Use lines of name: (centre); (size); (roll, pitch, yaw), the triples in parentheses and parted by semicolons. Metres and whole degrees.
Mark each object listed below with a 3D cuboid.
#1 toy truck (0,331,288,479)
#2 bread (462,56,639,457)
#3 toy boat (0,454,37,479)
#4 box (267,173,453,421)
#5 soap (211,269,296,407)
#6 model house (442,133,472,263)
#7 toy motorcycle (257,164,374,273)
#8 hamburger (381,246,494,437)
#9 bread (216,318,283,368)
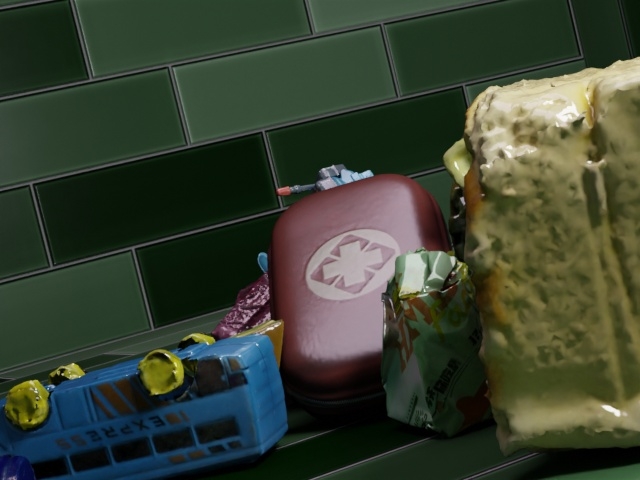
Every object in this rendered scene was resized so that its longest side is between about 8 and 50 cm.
toy truck: (-0.240, 0.221, 1.873); (0.385, 0.162, 0.161); (-14, 3, 14)
bread: (0.314, 0.002, 1.529); (0.279, 0.371, 0.390); (-8, 8, 17)
toy boat: (-0.466, 0.331, 1.716); (0.318, 0.072, 0.219); (-24, 15, -22)
box: (0.057, 0.067, 2.037); (0.263, 0.108, 0.404); (-18, 40, 8)
soap: (0.013, 0.095, 2.214); (0.220, 0.127, 0.325); (25, 62, 43)
model house: (0.267, -0.017, 1.988); (0.261, 0.321, 0.266); (-39, -22, 18)
toy motorcycle: (0.000, 0.000, 2.373); (0.182, 0.123, 0.272); (-9, -41, -31)
hamburger: (0.133, 0.113, 1.780); (0.125, 0.214, 0.235); (-5, 2, -5)
bread: (-0.070, 0.182, 1.962); (0.084, 0.139, 0.074); (-23, 2, -19)
